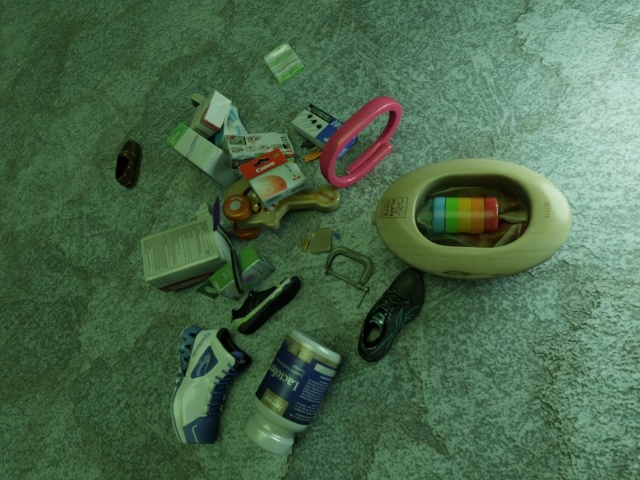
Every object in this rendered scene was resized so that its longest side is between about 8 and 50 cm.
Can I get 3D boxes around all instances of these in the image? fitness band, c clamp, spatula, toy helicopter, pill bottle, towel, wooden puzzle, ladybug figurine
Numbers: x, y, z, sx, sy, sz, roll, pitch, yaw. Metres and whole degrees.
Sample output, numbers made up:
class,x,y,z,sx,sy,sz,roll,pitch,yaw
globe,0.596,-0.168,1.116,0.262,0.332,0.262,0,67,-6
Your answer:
class,x,y,z,sx,sy,sz,roll,pitch,yaw
fitness band,0.118,-0.275,1.148,0.291,0.209,0.054,-44,62,-1
c clamp,0.075,0.090,1.132,0.160,0.022,0.137,30,81,27
spatula,-0.259,0.011,1.133,0.030,0.084,0.296,-12,70,-33
toy helicopter,-0.115,-0.137,1.245,0.355,0.140,0.235,-1,61,7
pill bottle,-0.070,0.369,1.005,0.153,0.153,0.265,24,80,25
towel,-0.136,-0.646,1.477,0.113,0.023,0.152,-33,64,6
wooden puzzle,0.000,0.000,1.192,0.116,0.014,0.079,-2,73,28
ladybug figurine,0.354,-0.045,1.008,0.449,0.162,0.305,6,73,20

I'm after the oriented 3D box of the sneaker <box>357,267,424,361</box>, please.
class,x,y,z,sx,sy,sz,roll,pitch,yaw
sneaker,0.179,0.183,1.017,0.101,0.106,0.267,26,79,26

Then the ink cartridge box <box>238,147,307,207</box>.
class,x,y,z,sx,sy,sz,roll,pitch,yaw
ink cartridge box,-0.142,-0.197,1.182,0.145,0.045,0.179,-29,65,-13

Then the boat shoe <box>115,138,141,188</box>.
class,x,y,z,sx,sy,sz,roll,pitch,yaw
boat shoe,-0.723,-0.298,1.521,0.073,0.073,0.207,-16,65,14

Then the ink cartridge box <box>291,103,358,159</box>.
class,x,y,z,sx,sy,sz,roll,pitch,yaw
ink cartridge box,0.012,-0.350,1.297,0.207,0.046,0.097,39,78,26

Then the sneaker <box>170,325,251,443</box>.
class,x,y,z,sx,sy,sz,roll,pitch,yaw
sneaker,-0.284,0.371,1.091,0.182,0.127,0.315,-14,65,16

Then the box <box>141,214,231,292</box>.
class,x,y,z,sx,sy,sz,roll,pitch,yaw
box,-0.400,0.043,1.234,0.232,0.127,0.149,-18,65,1

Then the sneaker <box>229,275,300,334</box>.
class,x,y,z,sx,sy,sz,roll,pitch,yaw
sneaker,-0.166,0.164,1.152,0.234,0.084,0.097,-41,62,1

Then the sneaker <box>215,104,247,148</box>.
class,x,y,z,sx,sy,sz,roll,pitch,yaw
sneaker,-0.305,-0.383,1.405,0.087,0.092,0.229,-43,37,35

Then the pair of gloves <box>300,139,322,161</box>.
class,x,y,z,sx,sy,sz,roll,pitch,yaw
pair of gloves,-0.027,-0.296,1.317,0.074,0.010,0.083,-20,65,11

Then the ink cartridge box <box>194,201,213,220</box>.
class,x,y,z,sx,sy,sz,roll,pitch,yaw
ink cartridge box,-0.382,-0.079,1.346,0.048,0.028,0.083,-26,64,8

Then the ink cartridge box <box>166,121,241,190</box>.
class,x,y,z,sx,sy,sz,roll,pitch,yaw
ink cartridge box,-0.381,-0.277,1.349,0.212,0.154,0.093,34,86,26

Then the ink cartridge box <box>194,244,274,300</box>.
class,x,y,z,sx,sy,sz,roll,pitch,yaw
ink cartridge box,-0.247,0.115,1.184,0.209,0.109,0.062,-39,63,2

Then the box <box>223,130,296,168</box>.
class,x,y,z,sx,sy,sz,roll,pitch,yaw
box,-0.192,-0.289,1.294,0.207,0.036,0.114,-10,62,-23

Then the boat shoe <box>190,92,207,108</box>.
class,x,y,z,sx,sy,sz,roll,pitch,yaw
boat shoe,-0.434,-0.501,1.516,0.049,0.042,0.133,-37,61,-26

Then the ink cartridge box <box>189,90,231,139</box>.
class,x,y,z,sx,sy,sz,roll,pitch,yaw
ink cartridge box,-0.394,-0.419,1.405,0.198,0.067,0.115,-8,61,52
